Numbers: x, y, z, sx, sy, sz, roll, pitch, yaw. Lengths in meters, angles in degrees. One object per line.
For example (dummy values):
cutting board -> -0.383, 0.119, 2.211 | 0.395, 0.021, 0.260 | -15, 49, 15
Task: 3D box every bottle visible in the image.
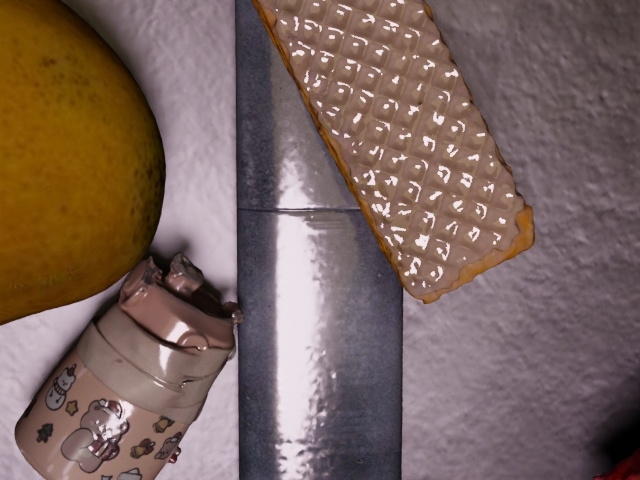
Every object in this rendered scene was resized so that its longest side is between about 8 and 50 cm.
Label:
bottle -> -0.107, 0.081, 0.806 | 0.099, 0.099, 0.152 | 35, 95, -9

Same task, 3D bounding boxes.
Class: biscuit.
biscuit -> 0.008, -0.145, 0.769 | 0.094, 0.054, 0.378 | -28, 99, -3

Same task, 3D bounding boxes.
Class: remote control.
remote control -> 0.000, 0.000, 0.836 | 0.107, 0.044, 0.377 | -2, 97, -11

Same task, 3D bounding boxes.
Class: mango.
mango -> -0.272, -0.043, 0.721 | 0.378, 0.221, 0.263 | -3, 93, -16

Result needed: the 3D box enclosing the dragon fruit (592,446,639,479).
dragon fruit -> 0.288, 0.163, 0.813 | 0.268, 0.210, 0.205 | -42, 139, 2
